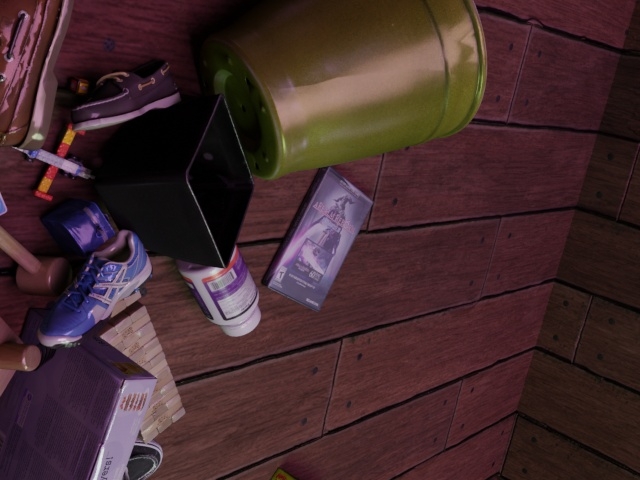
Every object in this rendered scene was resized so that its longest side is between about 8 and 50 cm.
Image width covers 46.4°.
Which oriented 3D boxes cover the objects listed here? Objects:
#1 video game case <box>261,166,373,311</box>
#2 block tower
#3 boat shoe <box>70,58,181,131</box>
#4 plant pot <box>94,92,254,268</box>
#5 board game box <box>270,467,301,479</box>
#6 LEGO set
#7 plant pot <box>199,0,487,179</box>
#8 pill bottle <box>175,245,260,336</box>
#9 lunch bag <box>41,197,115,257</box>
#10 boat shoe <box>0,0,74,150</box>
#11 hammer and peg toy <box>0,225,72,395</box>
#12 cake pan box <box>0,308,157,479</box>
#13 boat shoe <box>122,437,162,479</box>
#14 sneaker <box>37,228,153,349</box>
[{"bbox_3d":[0.000,0.000,1.561,0.196,0.026,0.274,33,83,-52],"label":"video game case"},{"bbox_3d":[-0.318,0.189,1.219,0.091,0.097,0.335,-37,135,-32],"label":"block tower"},{"bbox_3d":[-0.276,-0.205,1.042,0.228,0.081,0.068,-48,130,-62],"label":"boat shoe"},{"bbox_3d":[-0.218,-0.085,1.100,0.188,0.167,0.187,75,20,-45],"label":"plant pot"},{"bbox_3d":[-0.038,0.604,1.771,0.043,0.092,0.181,-56,141,-13],"label":"board game box"},{"bbox_3d":[-0.396,-0.125,0.994,0.244,0.060,0.182,-36,137,-34],"label":"LEGO set"},{"bbox_3d":[0.012,-0.270,1.205,0.353,0.366,0.366,-29,130,-24],"label":"plant pot"},{"bbox_3d":[-0.173,0.082,1.325,0.108,0.108,0.193,-46,138,-25],"label":"pill bottle"},{"bbox_3d":[-0.344,-0.022,1.073,0.065,0.098,0.067,-46,128,-30],"label":"lunch bag"},{"bbox_3d":[-0.371,-0.264,0.894,0.105,0.111,0.307,4,94,-43],"label":"boat shoe"},{"bbox_3d":[-0.480,0.117,0.937,0.265,0.128,0.361,69,29,-44],"label":"hammer and peg toy"},{"bbox_3d":[-0.370,0.264,1.070,0.070,0.246,0.266,14,97,-52],"label":"cake pan box"},{"bbox_3d":[-0.378,0.407,1.249,0.306,0.105,0.113,6,104,-51],"label":"boat shoe"},{"bbox_3d":[-0.319,0.065,1.037,0.211,0.080,0.081,-56,154,-44],"label":"sneaker"}]
